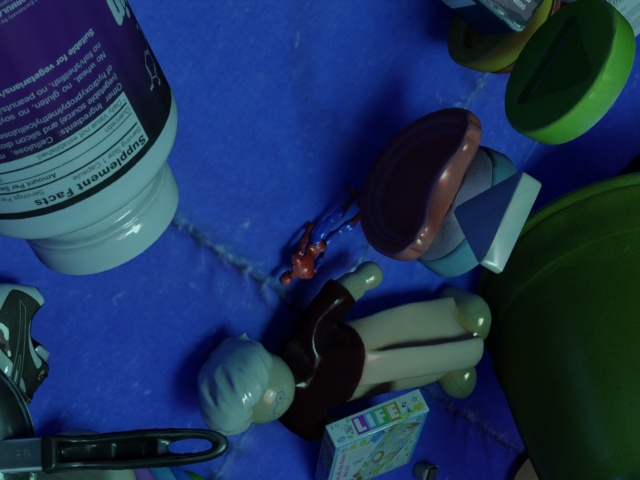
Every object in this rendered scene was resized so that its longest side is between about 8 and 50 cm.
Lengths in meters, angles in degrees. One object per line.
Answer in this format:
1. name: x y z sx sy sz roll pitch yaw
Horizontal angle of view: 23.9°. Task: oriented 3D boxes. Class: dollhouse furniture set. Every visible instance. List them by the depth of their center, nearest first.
1. dollhouse furniture set: 0.164 0.302 1.726 0.114 0.081 0.091 -5 116 -40

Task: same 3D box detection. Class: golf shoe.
1. golf shoe: -0.263 0.126 1.250 0.094 0.077 0.198 -15 123 -36

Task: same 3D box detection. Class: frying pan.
1. frying pan: -0.254 0.189 1.143 0.053 0.326 0.197 62 46 -78

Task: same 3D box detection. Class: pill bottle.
1. pill bottle: -0.216 -0.128 1.070 0.181 0.181 0.323 -41 135 -17

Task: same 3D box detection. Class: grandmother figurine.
1. grandmother figurine: 0.023 0.118 1.486 0.342 0.104 0.208 -11 113 -40

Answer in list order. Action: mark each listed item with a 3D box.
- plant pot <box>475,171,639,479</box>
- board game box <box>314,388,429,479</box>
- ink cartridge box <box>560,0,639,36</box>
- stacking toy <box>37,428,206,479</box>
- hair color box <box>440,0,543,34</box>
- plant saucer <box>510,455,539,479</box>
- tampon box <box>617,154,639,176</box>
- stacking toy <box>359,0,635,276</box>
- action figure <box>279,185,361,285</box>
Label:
1. plant pot: 0.355 0.180 1.523 0.366 0.353 0.366 -1 134 -1
2. board game box: 0.050 0.210 1.545 0.103 0.026 0.154 -20 155 -15
3. ink cartridge box: 0.281 -0.303 1.482 0.148 0.086 0.203 -39 133 -18
4. stacking toy: -0.136 0.270 1.424 0.330 0.141 0.141 25 95 -53
5. hair color box: 0.191 -0.367 1.302 0.174 0.105 0.347 36 87 -15
6. plant saucer: 0.258 0.290 1.851 0.083 0.015 0.083 -21 125 -33
7. tampon box: 0.366 0.003 1.721 0.161 0.101 0.120 -42 133 -17
8. stacking toy: 0.190 -0.088 1.364 0.130 0.279 0.309 28 93 -27
9. action figure: 0.000 0.000 1.446 0.115 0.030 0.038 -49 132 -18
